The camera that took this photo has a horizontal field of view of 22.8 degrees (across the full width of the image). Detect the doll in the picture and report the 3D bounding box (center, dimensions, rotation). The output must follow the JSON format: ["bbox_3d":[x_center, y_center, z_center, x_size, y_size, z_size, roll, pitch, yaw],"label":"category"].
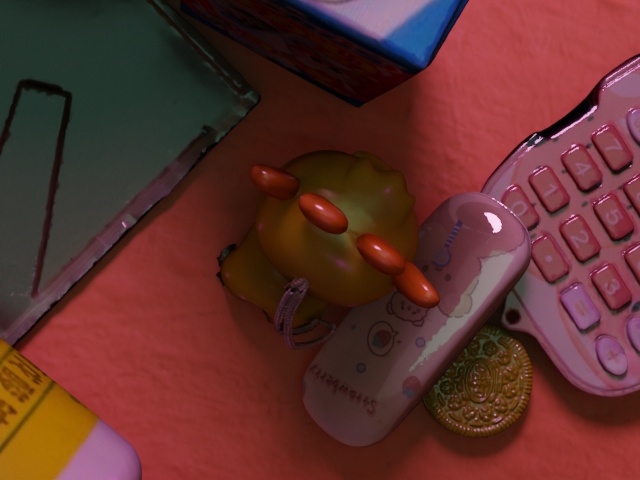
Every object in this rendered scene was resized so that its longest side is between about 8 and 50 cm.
[{"bbox_3d":[0.000,0.000,1.047,0.143,0.221,0.135,39,82,-8],"label":"doll"}]

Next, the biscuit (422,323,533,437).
[{"bbox_3d":[0.113,0.101,1.155,0.084,0.023,0.084,0,88,-8],"label":"biscuit"}]

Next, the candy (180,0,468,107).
[{"bbox_3d":[-0.001,-0.168,1.002,0.157,0.306,0.100,29,87,-6],"label":"candy"}]

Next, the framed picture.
[{"bbox_3d":[-0.208,-0.075,1.121,0.281,0.019,0.209,-44,95,-5],"label":"framed picture"}]

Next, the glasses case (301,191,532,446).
[{"bbox_3d":[0.067,0.056,1.121,0.081,0.051,0.204,39,96,17],"label":"glasses case"}]

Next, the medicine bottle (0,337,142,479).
[{"bbox_3d":[-0.244,0.168,1.019,0.379,0.213,0.213,40,86,-5],"label":"medicine bottle"}]

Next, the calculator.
[{"bbox_3d":[0.267,-0.030,1.162,0.330,0.048,0.220,-32,94,-5],"label":"calculator"}]
